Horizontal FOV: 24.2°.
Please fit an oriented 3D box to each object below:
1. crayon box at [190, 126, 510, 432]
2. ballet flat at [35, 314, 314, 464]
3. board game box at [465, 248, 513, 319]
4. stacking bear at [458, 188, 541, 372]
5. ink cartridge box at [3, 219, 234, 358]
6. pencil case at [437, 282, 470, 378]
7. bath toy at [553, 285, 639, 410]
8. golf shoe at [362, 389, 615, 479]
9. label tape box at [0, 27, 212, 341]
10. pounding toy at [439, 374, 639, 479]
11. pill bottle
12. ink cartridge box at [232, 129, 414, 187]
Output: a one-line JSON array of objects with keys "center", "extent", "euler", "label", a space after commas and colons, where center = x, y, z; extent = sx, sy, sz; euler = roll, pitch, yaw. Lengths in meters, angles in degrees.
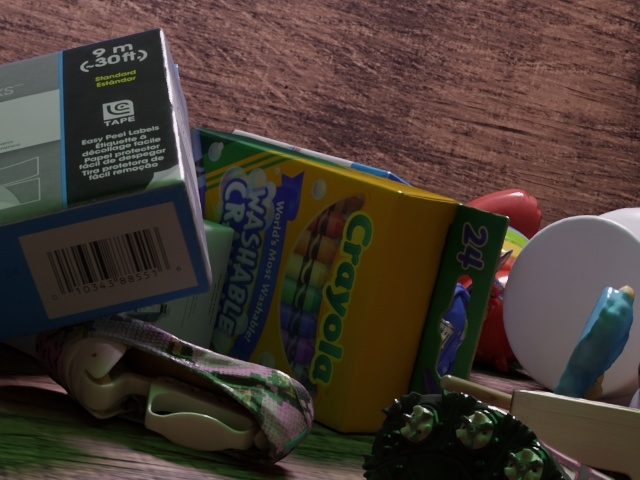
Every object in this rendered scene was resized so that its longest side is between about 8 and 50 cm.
[{"center": [-0.007, 0.034, 1.279], "extent": [0.083, 0.203, 0.323], "euler": [7, 8, -46], "label": "crayon box"}, {"center": [-0.115, 0.106, 1.050], "extent": [0.222, 0.076, 0.079], "euler": [16, 25, 15], "label": "ballet flat"}, {"center": [0.156, 0.079, 1.588], "extent": [0.033, 0.169, 0.133], "euler": [45, -3, 10], "label": "board game box"}, {"center": [0.208, 0.064, 1.800], "extent": [0.164, 0.175, 0.289], "euler": [-12, 14, 6], "label": "stacking bear"}, {"center": [-0.185, 0.031, 1.261], "extent": [0.128, 0.127, 0.176], "euler": [18, 7, 36], "label": "ink cartridge box"}, {"center": [-0.005, 0.064, 1.450], "extent": [0.306, 0.133, 0.119], "euler": [17, -37, 21], "label": "pencil case"}, {"center": [0.383, 0.170, 1.325], "extent": [0.348, 0.129, 0.151], "euler": [21, -29, 21], "label": "bath toy"}, {"center": [0.145, 0.180, 0.888], "extent": [0.273, 0.105, 0.120], "euler": [25, -5, 35], "label": "golf shoe"}, {"center": [-0.223, -0.070, 1.148], "extent": [0.241, 0.106, 0.333], "euler": [-14, 37, -1], "label": "label tape box"}, {"center": [0.170, 0.160, 1.100], "extent": [0.181, 0.094, 0.206], "euler": [10, -4, 8], "label": "pounding toy"}, {"center": [0.383, 0.080, 1.668], "extent": [0.224, 0.224, 0.392], "euler": [18, 7, 37], "label": "pill bottle"}, {"center": [0.000, 0.000, 1.659], "extent": [0.233, 0.168, 0.171], "euler": [18, -6, 39], "label": "ink cartridge box"}]
